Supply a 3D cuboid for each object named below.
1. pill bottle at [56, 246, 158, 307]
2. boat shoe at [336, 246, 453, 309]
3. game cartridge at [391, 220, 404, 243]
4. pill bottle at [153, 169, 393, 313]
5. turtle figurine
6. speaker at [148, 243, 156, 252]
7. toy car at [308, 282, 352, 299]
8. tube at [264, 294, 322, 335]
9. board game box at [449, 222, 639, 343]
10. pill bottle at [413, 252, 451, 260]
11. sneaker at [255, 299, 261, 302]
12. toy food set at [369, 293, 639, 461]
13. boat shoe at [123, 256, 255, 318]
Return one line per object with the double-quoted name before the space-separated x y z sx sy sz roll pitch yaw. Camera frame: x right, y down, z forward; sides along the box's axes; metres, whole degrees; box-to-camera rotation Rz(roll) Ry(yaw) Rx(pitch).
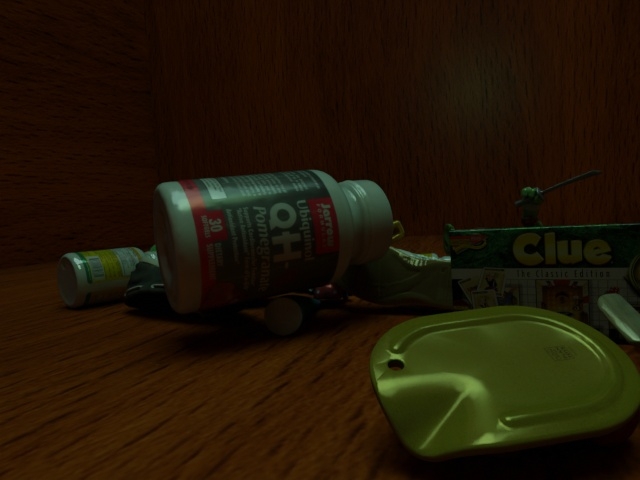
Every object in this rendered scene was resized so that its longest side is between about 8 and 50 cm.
"pill bottle" -0.453 0.075 1.069 0.118 0.117 0.209 -1 5 42
"boat shoe" 0.149 0.069 0.791 0.277 0.098 0.096 11 -8 32
"game cartridge" 0.051 0.022 1.313 0.286 0.052 0.324 -25 5 -7
"pill bottle" -0.063 -0.010 0.695 0.319 0.176 0.176 -9 5 -26
"turtle figurine" 0.383 -0.005 0.887 0.267 0.197 0.275 -9 -2 -5
"speaker" -0.324 0.054 1.216 0.131 0.131 0.297 -7 4 -44
"toy car" 0.027 0.079 0.976 0.239 0.053 0.225 -2 0 -43
"tube" -0.044 0.104 0.755 0.080 0.052 0.207 11 0 5
"board game box" 0.286 0.049 0.564 0.260 0.136 0.030 -3 2 27
"pill bottle" 0.223 0.060 1.047 0.117 0.065 0.065 -4 3 7
"sneaker" -0.094 0.067 0.908 0.284 0.124 0.107 -12 -45 33
"toy food set" 0.143 0.110 0.345 0.218 0.071 0.128 -6 27 -6
"boat shoe" -0.238 0.099 0.852 0.335 0.095 0.112 4 -28 42
